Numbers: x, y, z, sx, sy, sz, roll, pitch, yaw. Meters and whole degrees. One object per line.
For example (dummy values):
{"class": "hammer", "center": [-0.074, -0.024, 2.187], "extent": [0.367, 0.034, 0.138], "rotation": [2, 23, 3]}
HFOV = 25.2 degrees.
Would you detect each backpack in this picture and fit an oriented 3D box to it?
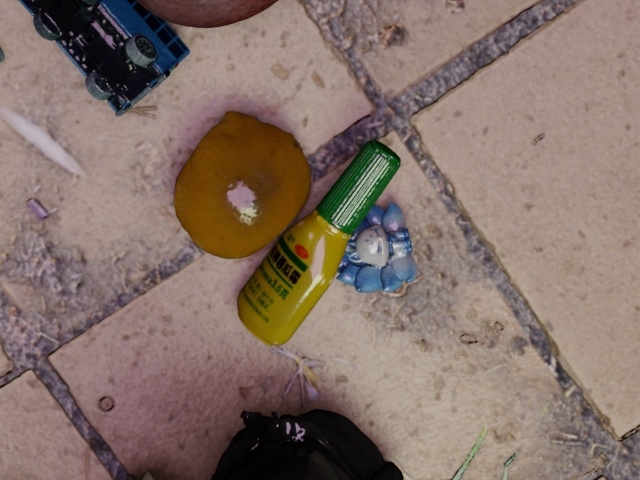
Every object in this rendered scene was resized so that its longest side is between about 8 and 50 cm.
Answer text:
{"class": "backpack", "center": [-0.071, 0.357, 1.520], "extent": [0.254, 0.445, 0.363], "rotation": [22, 91, 8]}

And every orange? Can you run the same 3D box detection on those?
{"class": "orange", "center": [-0.087, -0.056, 1.619], "extent": [0.160, 0.112, 0.170], "rotation": [-8, 111, -5]}

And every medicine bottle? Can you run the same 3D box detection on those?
{"class": "medicine bottle", "center": [0.000, 0.000, 1.624], "extent": [0.064, 0.095, 0.260], "rotation": [24, 109, -42]}

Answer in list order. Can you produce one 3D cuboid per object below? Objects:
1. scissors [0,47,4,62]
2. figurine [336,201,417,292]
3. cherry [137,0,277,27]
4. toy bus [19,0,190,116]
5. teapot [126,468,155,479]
{"class": "scissors", "center": [-0.536, -0.236, 1.583], "extent": [0.360, 0.029, 0.191], "rotation": [-6, 101, -5]}
{"class": "figurine", "center": [0.054, 0.014, 1.654], "extent": [0.114, 0.079, 0.114], "rotation": [-2, 77, 7]}
{"class": "cherry", "center": [-0.100, -0.355, 1.505], "extent": [0.307, 0.221, 0.261], "rotation": [-30, 142, -25]}
{"class": "toy bus", "center": [-0.240, -0.240, 1.570], "extent": [0.090, 0.106, 0.185], "rotation": [-33, 102, 32]}
{"class": "teapot", "center": [-0.290, 0.361, 1.640], "extent": [0.250, 0.183, 0.184], "rotation": [-22, 101, -13]}
